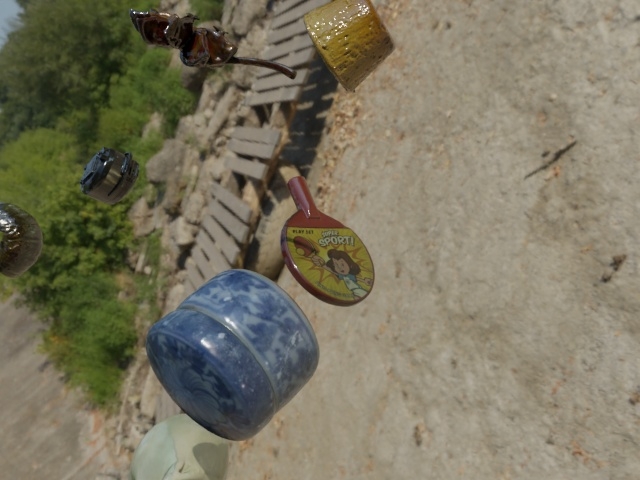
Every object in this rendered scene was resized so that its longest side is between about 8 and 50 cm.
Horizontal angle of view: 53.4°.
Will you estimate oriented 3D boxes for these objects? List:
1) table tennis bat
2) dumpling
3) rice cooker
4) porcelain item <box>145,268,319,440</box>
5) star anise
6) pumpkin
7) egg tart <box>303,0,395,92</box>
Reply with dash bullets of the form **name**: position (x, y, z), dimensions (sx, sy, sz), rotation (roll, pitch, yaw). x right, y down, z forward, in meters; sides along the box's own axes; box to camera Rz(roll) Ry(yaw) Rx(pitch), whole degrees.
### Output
- **table tennis bat**: position (0.000, 0.000, 1.276), dimensions (0.038, 0.201, 0.310), rotation (-51, 51, 41)
- **dumpling**: position (-0.190, 0.307, 0.824), dimensions (0.151, 0.124, 0.229), rotation (-58, -10, 11)
- **rice cooker**: position (-0.506, -0.154, 1.525), dimensions (0.165, 0.107, 0.112), rotation (-32, 45, 46)
- **porcelain item**: position (-0.089, 0.114, 0.628), dimensions (0.114, 0.147, 0.147), rotation (-40, 1, -38)
- **star anise**: position (-0.171, -0.286, 0.929), dimensions (0.234, 0.177, 0.073), rotation (25, 109, 25)
- **pumpkin**: position (-0.713, -0.016, 1.485), dimensions (0.108, 0.183, 0.119), rotation (-28, -3, 10)
- **egg tart**: position (0.072, -0.440, 1.393), dimensions (0.147, 0.202, 0.202), rotation (-28, 39, 14)
